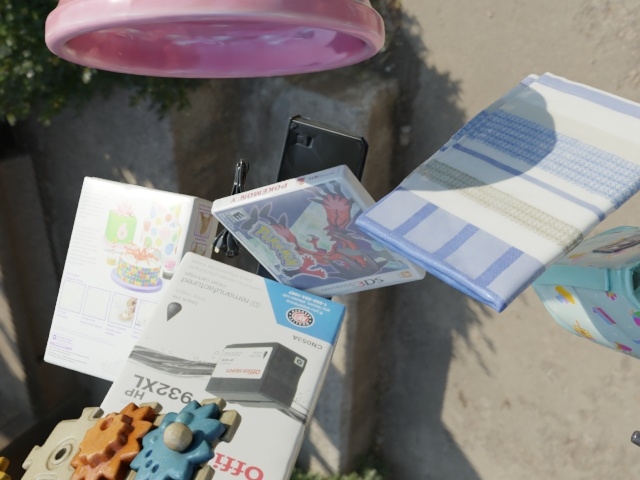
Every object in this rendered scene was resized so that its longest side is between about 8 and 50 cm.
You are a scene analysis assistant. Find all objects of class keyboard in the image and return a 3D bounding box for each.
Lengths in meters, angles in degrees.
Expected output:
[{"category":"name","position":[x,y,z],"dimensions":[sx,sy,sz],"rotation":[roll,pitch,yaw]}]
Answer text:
[{"category":"keyboard","position":[-0.053,-0.037,1.431],"dimensions":[0.202,0.033,0.317],"rotation":[17,117,6]}]

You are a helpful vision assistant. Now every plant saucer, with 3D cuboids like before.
[{"category":"plant saucer","position":[-0.103,-0.226,0.959],"dimensions":[0.332,0.332,0.084],"rotation":[0,91,44]}]

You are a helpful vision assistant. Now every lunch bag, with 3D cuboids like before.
[{"category":"lunch bag","position":[0.395,0.065,1.086],"dimensions":[0.262,0.160,0.223],"rotation":[18,177,-14]}]

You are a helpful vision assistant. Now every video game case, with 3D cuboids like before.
[{"category":"video game case","position":[0.000,0.000,1.143],"dimensions":[0.184,0.023,0.201],"rotation":[-13,136,30]}]

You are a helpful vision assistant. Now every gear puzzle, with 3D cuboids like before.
[{"category":"gear puzzle","position":[-0.220,0.197,0.788],"dimensions":[0.339,0.175,0.044],"rotation":[-12,128,39]}]

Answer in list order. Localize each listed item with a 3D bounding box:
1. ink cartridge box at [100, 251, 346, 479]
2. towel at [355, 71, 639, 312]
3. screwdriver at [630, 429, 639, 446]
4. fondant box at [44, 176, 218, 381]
[{"category":"ink cartridge box","position":[-0.120,0.187,1.149],"dimensions":[0.223,0.307,0.129],"rotation":[19,135,3]},{"category":"towel","position":[0.197,-0.058,0.935],"dimensions":[0.209,0.285,0.034],"rotation":[31,153,44]},{"category":"screwdriver","position":[0.514,0.309,1.339],"dimensions":[0.170,0.024,0.025],"rotation":[26,161,5]},{"category":"fondant box","position":[-0.321,0.073,1.643],"dimensions":[0.238,0.096,0.330],"rotation":[12,89,27]}]
